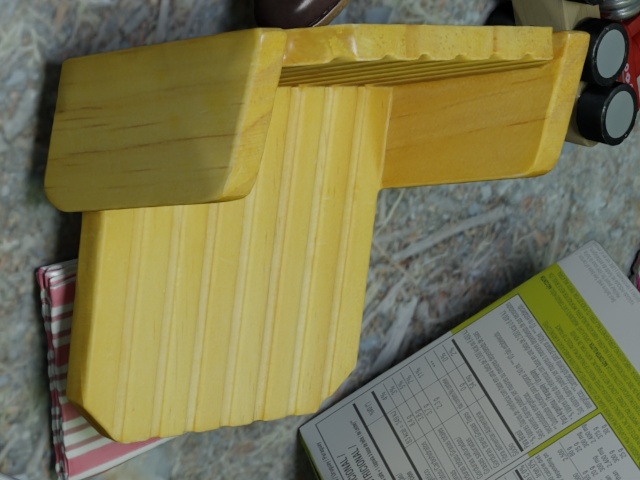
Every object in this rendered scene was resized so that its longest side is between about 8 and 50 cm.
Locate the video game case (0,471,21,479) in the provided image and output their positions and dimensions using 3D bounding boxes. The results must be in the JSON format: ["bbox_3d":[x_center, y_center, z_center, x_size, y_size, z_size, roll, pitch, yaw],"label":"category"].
[{"bbox_3d":[-0.256,0.320,1.597,0.206,0.026,0.227,32,87,-43],"label":"video game case"}]

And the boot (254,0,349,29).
[{"bbox_3d":[-0.020,-0.294,1.445,0.248,0.090,0.207,-67,150,-14],"label":"boot"}]

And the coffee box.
[{"bbox_3d":[0.235,0.277,1.708,0.334,0.338,0.337,-33,130,2],"label":"coffee box"}]

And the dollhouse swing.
[{"bbox_3d":[0.000,0.000,1.480,0.347,0.315,0.304,-4,91,-43],"label":"dollhouse swing"}]

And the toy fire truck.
[{"bbox_3d":[0.282,-0.225,1.720,0.246,0.158,0.217,-39,130,-34],"label":"toy fire truck"}]

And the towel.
[{"bbox_3d":[-0.162,0.092,1.571,0.144,0.029,0.197,-20,121,-35],"label":"towel"}]

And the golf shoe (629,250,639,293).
[{"bbox_3d":[0.349,0.074,1.938,0.067,0.086,0.186,13,99,-41],"label":"golf shoe"}]
